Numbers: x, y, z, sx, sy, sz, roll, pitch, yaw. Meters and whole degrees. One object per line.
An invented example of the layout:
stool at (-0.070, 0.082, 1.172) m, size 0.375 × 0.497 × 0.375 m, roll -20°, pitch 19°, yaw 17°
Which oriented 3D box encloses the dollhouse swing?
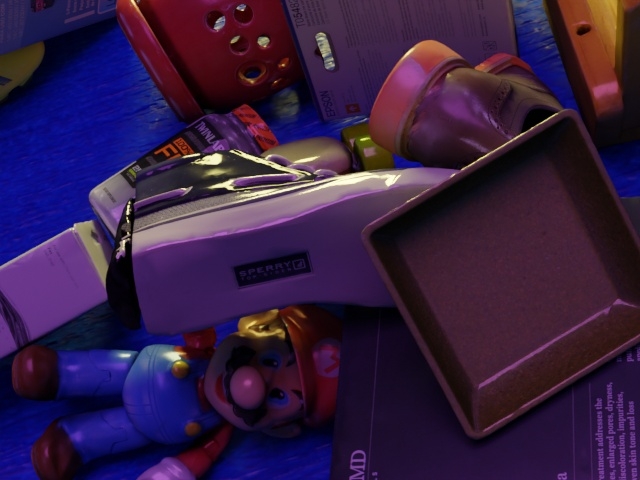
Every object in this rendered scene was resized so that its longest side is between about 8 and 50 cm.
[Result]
dollhouse swing at (0.396, -0.283, 1.282) m, size 0.346 × 0.305 × 0.315 m, roll -15°, pitch 54°, yaw 6°

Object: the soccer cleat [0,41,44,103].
soccer cleat at (-0.469, -0.208, 1.581) m, size 0.289 × 0.121 × 0.093 m, roll -9°, pitch 54°, yaw 10°

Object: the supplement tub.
supplement tub at (-0.131, -0.051, 1.381) m, size 0.190 × 0.117 × 0.117 m, roll -35°, pitch 54°, yaw -10°

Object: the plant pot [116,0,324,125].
plant pot at (-0.113, -0.228, 1.456) m, size 0.174 × 0.191 × 0.191 m, roll -32°, pitch 54°, yaw -1°

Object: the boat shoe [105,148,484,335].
boat shoe at (-0.007, -0.026, 1.115) m, size 0.340 × 0.127 × 0.158 m, roll -7°, pitch 35°, yaw -2°

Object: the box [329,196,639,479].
box at (0.181, 0.152, 1.115) m, size 0.312 × 0.179 × 0.343 m, roll -2°, pitch 55°, yaw 14°

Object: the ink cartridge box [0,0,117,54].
ink cartridge box at (-0.438, -0.323, 1.542) m, size 0.270 × 0.151 × 0.395 m, roll 32°, pitch 44°, yaw 31°

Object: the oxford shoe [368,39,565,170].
oxford shoe at (0.168, -0.089, 1.217) m, size 0.132 × 0.363 × 0.130 m, roll 32°, pitch 107°, yaw 20°

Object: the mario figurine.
mario figurine at (-0.121, 0.133, 1.210) m, size 0.320 × 0.198 × 0.170 m, roll -13°, pitch 41°, yaw 12°

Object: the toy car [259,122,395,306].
toy car at (0.000, 0.000, 1.288) m, size 0.155 × 0.189 × 0.149 m, roll -15°, pitch 13°, yaw -5°

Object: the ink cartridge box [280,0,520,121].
ink cartridge box at (0.086, -0.213, 1.368) m, size 0.223 × 0.223 × 0.045 m, roll -3°, pitch 55°, yaw 11°

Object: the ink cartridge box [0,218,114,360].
ink cartridge box at (-0.292, 0.061, 1.313) m, size 0.190 × 0.139 × 0.082 m, roll -28°, pitch 92°, yaw 3°

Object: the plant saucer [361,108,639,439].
plant saucer at (0.146, 0.024, 1.021) m, size 0.188 × 0.188 × 0.045 m, roll -30°, pitch 13°, yaw -6°
